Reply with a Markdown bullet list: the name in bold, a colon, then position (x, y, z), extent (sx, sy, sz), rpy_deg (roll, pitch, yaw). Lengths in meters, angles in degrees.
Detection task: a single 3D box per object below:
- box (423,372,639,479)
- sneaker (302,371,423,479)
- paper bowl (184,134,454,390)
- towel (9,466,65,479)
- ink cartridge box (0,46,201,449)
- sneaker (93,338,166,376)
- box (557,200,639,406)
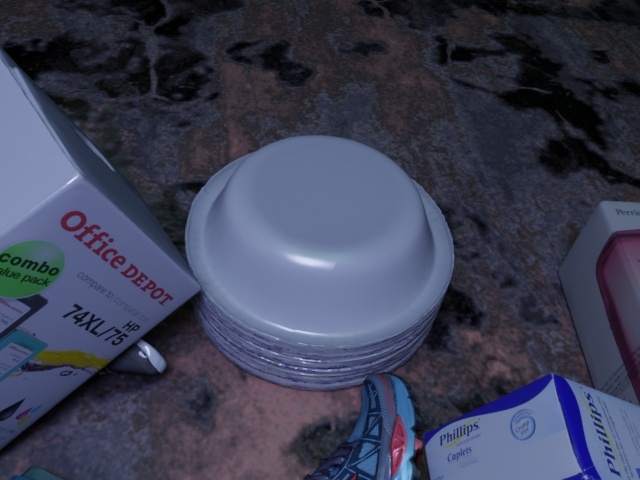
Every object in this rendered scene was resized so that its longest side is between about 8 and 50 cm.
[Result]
- **box**: position (0.170, 0.167, 0.442), extent (0.137, 0.126, 0.072), rpy_deg (23, 44, -28)
- **sneaker**: position (0.012, 0.214, 0.481), extent (0.125, 0.104, 0.262), rpy_deg (10, 48, 5)
- **paper bowl**: position (0.000, 0.000, 0.641), extent (0.284, 0.148, 0.284), rpy_deg (4, 47, -4)
- **towel**: position (-0.223, 0.315, 0.329), extent (0.271, 0.040, 0.370), rpy_deg (5, 39, 32)
- **ink cartridge box**: position (-0.284, 0.021, 0.493), extent (0.270, 0.198, 0.197), rpy_deg (-39, 60, -6)
- **sneaker**: position (-0.223, 0.115, 0.577), extent (0.157, 0.061, 0.065), rpy_deg (10, 56, 16)
- **box**: position (0.362, 0.086, 0.618), extent (0.148, 0.127, 0.232), rpy_deg (3, 49, -3)
